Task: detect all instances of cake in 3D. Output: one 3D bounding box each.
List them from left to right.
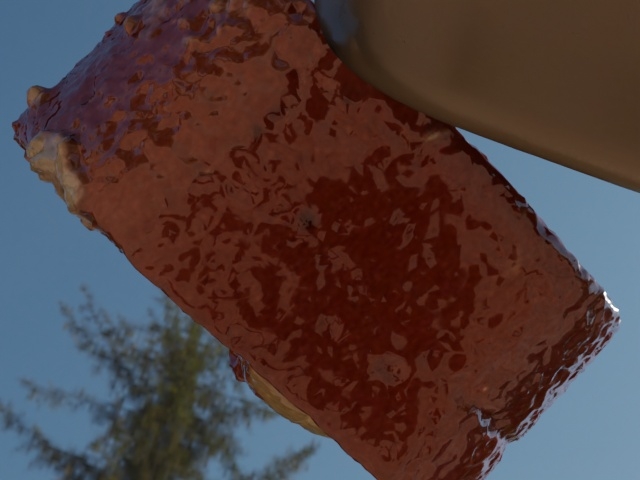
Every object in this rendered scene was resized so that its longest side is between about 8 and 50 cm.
[{"bbox_3d":[0.000,0.000,0.601,0.151,0.177,0.283,-43,-73,3],"label":"cake"}]

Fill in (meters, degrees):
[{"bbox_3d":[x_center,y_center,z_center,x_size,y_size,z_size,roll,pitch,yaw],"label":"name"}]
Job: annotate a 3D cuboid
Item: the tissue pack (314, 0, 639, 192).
[{"bbox_3d":[0.159,-0.181,0.483,0.267,0.387,0.277,23,-67,6],"label":"tissue pack"}]
